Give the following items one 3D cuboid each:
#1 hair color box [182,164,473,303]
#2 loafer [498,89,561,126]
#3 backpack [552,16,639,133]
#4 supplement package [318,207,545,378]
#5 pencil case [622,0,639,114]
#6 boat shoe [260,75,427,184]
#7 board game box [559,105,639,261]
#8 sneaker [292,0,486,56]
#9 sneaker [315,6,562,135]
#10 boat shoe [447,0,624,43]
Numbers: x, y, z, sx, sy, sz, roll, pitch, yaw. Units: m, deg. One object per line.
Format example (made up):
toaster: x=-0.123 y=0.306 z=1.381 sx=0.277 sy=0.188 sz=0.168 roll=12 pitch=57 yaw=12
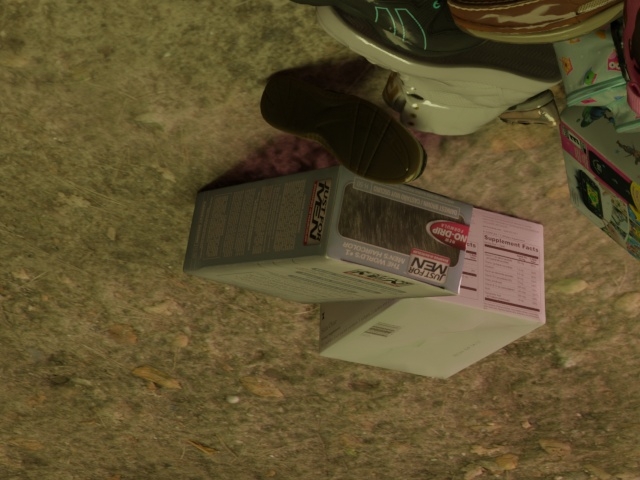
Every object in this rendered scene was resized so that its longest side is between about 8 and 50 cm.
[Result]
hair color box: x=0.000 y=0.000 z=2.111 sx=0.185 sy=0.114 sz=0.374 roll=16 pitch=170 yaw=-28
loafer: x=0.226 y=-0.140 z=1.917 sx=0.045 sy=0.039 sz=0.125 roll=-33 pitch=-169 yaw=-13
backpack: x=0.330 y=-0.182 z=1.727 sx=0.188 sy=0.144 sz=0.166 roll=-6 pitch=-172 yaw=36
supplement package: x=0.143 y=0.066 z=2.321 sx=0.204 sy=0.145 sz=0.262 roll=13 pitch=154 yaw=-23
pencil case: x=0.447 y=-0.186 z=1.490 sx=0.386 sy=0.167 sz=0.160 roll=-2 pitch=127 yaw=0
boat shoe: x=0.035 y=-0.124 z=1.918 sx=0.223 sy=0.080 sz=0.073 roll=26 pitch=-164 yaw=33
board game box: x=0.407 y=-0.026 z=1.922 sx=0.303 sy=0.097 sz=0.224 roll=43 pitch=171 yaw=25
sneaker: x=0.071 y=-0.252 z=1.667 sx=0.267 sy=0.101 sz=0.106 roll=14 pitch=150 yaw=-27
sneaker: x=0.092 y=-0.180 z=1.817 sx=0.292 sy=0.108 sz=0.169 roll=15 pitch=150 yaw=-28
boat shoe: x=0.269 y=-0.275 z=1.592 sx=0.324 sy=0.123 sz=0.120 roll=-13 pitch=147 yaw=12
